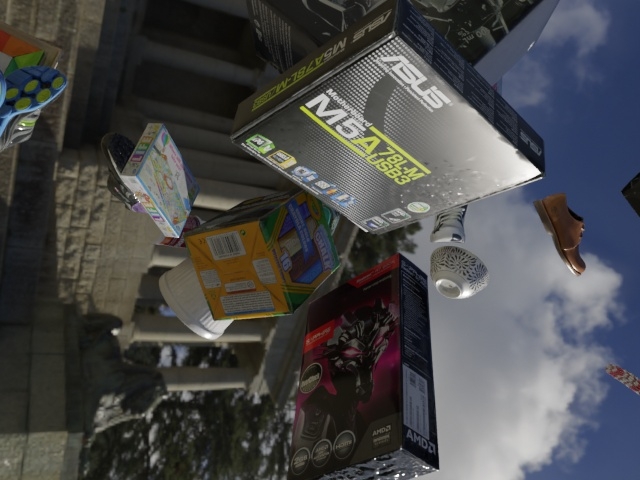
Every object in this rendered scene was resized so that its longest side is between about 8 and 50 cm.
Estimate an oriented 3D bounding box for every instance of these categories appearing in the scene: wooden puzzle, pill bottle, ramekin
[{"bbox_3d":[-0.774,-0.421,1.388,0.044,0.238,0.221,-31,-140,67],"label":"wooden puzzle"},{"bbox_3d":[-0.336,-0.025,1.393,0.086,0.152,0.086,-7,-100,39],"label":"pill bottle"},{"bbox_3d":[-0.283,0.129,1.428,0.109,0.207,0.207,-41,-140,7],"label":"ramekin"}]

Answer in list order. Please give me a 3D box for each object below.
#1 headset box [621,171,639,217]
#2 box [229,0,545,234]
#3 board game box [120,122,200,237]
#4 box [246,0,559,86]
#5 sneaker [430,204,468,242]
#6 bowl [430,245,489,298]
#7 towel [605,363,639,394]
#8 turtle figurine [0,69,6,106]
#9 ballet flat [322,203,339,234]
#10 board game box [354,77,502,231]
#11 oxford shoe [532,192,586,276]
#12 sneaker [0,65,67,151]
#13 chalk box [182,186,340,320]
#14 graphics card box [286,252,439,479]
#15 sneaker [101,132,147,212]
[{"bbox_3d":[0.474,-0.085,0.508,0.283,0.246,0.131,118,-32,-41],"label":"headset box"},{"bbox_3d":[0.054,-0.083,0.480,0.184,0.190,0.045,-17,-128,44],"label":"box"},{"bbox_3d":[-0.243,-0.090,0.904,0.154,0.026,0.103,70,30,-53],"label":"board game box"},{"bbox_3d":[0.123,-0.333,0.850,0.312,0.343,0.179,43,-13,11],"label":"box"},{"bbox_3d":[0.345,-0.071,1.557,0.094,0.235,0.153,1,-88,20],"label":"sneaker"},{"bbox_3d":[0.360,0.103,1.575,0.080,0.170,0.170,-51,-170,-35],"label":"bowl"},{"bbox_3d":[0.590,0.278,0.972,0.029,0.144,0.197,-57,-161,6],"label":"towel"},{"bbox_3d":[-0.311,-0.164,0.331,0.266,0.197,0.275,-51,152,-74],"label":"turtle figurine"},{"bbox_3d":[0.000,0.000,1.387,0.188,0.070,0.070,-66,-147,21],"label":"ballet flat"},{"bbox_3d":[0.206,-0.207,1.156,0.318,0.066,0.319,-26,-140,42],"label":"board game box"},{"bbox_3d":[0.518,-0.009,1.210,0.076,0.212,0.076,-26,-150,19],"label":"oxford shoe"},{"bbox_3d":[-0.468,-0.198,0.895,0.188,0.067,0.078,-42,-176,4],"label":"sneaker"},{"bbox_3d":[-0.088,0.009,1.123,0.180,0.289,0.179,-10,-75,29],"label":"chalk box"},{"bbox_3d":[0.070,0.217,0.964,0.232,0.094,0.371,-32,-146,32],"label":"graphics card box"},{"bbox_3d":[-0.530,-0.164,1.551,0.283,0.124,0.107,71,23,-51],"label":"sneaker"}]
